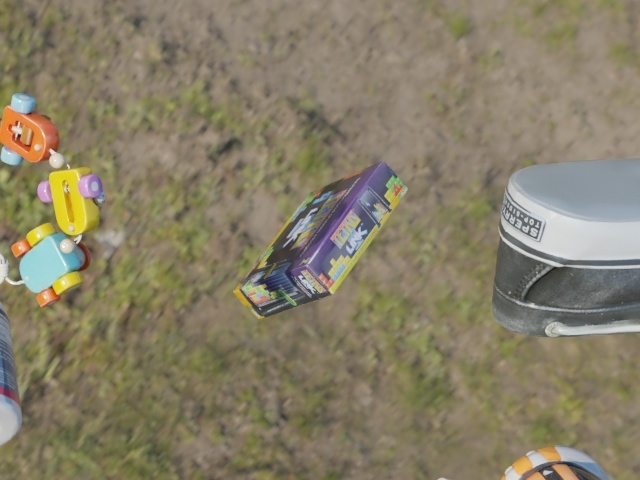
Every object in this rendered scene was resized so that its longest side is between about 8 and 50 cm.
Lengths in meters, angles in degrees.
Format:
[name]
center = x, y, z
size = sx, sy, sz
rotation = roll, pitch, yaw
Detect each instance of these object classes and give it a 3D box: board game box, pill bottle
[board game box]
center = 0.000, 0.000, 1.730
size = 0.048, 0.141, 0.170
rotation = 47, 54, -15
[pill bottle]
center = -0.354, 0.108, 1.560
size = 0.108, 0.108, 0.180
rotation = 5, 52, -28

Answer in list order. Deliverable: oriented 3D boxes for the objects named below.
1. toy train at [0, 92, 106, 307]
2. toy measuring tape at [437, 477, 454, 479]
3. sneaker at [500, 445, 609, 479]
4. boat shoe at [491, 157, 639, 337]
[toy train]
center = -0.224, -0.032, 1.310
size = 0.125, 0.166, 0.046
rotation = 26, 26, 29
[toy measuring tape]
center = 0.220, 0.354, 1.615
size = 0.121, 0.121, 0.330
rotation = 0, 47, -31
[sneaker]
center = 0.246, 0.302, 1.159
size = 0.321, 0.124, 0.180
rotation = 47, 2, -26
[boat shoe]
center = 0.249, 0.015, 0.949
size = 0.306, 0.105, 0.113
rotation = -4, 28, -20
